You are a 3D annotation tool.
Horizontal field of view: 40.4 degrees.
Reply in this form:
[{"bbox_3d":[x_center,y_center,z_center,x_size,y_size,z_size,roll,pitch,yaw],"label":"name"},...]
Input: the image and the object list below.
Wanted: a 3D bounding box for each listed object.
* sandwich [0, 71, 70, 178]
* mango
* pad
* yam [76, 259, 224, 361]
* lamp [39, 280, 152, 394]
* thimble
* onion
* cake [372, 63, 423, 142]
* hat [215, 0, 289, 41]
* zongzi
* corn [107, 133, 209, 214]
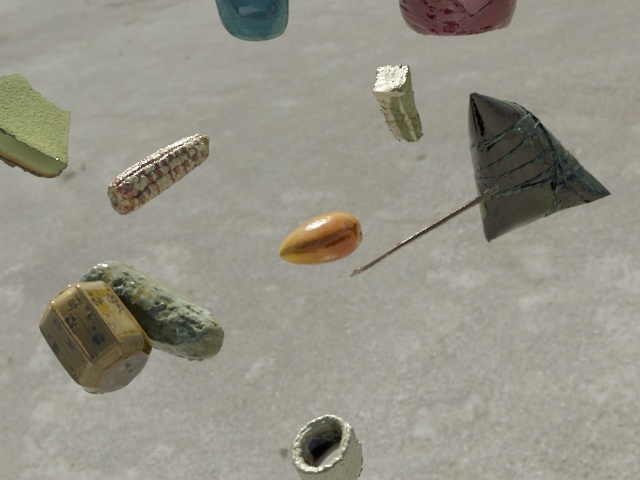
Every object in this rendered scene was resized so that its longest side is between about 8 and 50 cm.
[{"bbox_3d":[-0.557,-0.230,1.525,0.063,0.245,0.212,-42,37,21],"label":"sandwich"},{"bbox_3d":[0.000,-0.004,2.112,0.217,0.102,0.141,-20,53,-13],"label":"mango"},{"bbox_3d":[0.215,-0.015,1.828,0.286,0.018,0.284,-30,-3,-22],"label":"pad"},{"bbox_3d":[-0.329,0.139,1.681,0.330,0.133,0.133,23,45,24],"label":"yam"},{"bbox_3d":[-0.406,0.175,1.574,0.161,0.161,0.185,-34,68,-27],"label":"lamp"},{"bbox_3d":[0.013,0.356,1.428,0.115,0.090,0.102,-38,45,-17],"label":"thimble"},{"bbox_3d":[0.286,-0.506,1.782,0.250,0.247,0.111,-4,49,5],"label":"onion"},{"bbox_3d":[0.111,-0.188,1.206,0.051,0.140,0.055,0,66,18],"label":"cake"},{"bbox_3d":[-0.124,-0.435,1.546,0.138,0.191,0.078,-3,-6,-13],"label":"hat"},{"bbox_3d":[0.449,-0.216,2.083,0.319,0.384,0.362,-28,-15,20],"label":"zongzi"},{"bbox_3d":[-0.297,-0.131,1.636,0.079,0.080,0.237,14,42,45],"label":"corn"}]
